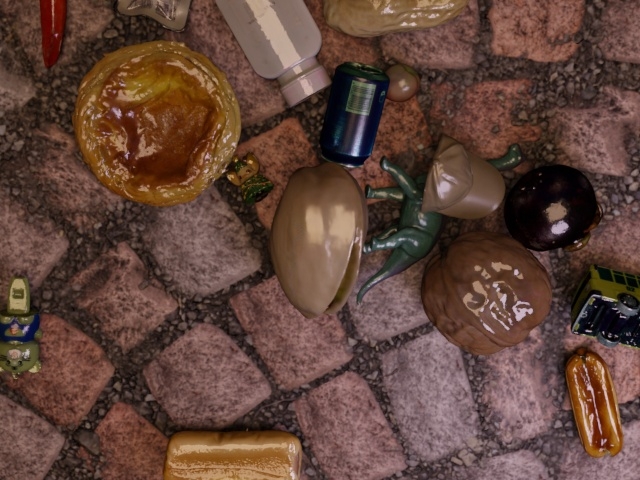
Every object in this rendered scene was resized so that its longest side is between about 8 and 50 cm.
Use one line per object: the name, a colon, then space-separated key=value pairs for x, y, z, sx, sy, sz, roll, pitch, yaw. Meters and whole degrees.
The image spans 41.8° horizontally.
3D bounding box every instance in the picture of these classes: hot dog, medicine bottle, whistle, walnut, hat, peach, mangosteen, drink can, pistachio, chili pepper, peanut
hot dog: x=0.610 y=0.362 z=1.868 sx=0.100 sy=0.068 sz=0.250 roll=-12 pitch=96 yaw=11
medicine bottle: x=-0.090 y=-0.429 z=1.731 sx=0.161 sy=0.111 sz=0.296 roll=-31 pitch=95 yaw=4
whistle: x=-0.657 y=0.191 z=1.822 sx=0.105 sy=0.085 sz=0.227 roll=4 pitch=98 yaw=-10
walnut: x=0.345 y=0.111 z=1.751 sx=0.273 sy=0.227 sz=0.273 roll=-1 pitch=100 yaw=-6
hat: x=0.301 y=-0.123 z=1.704 sx=0.173 sy=0.144 sz=0.166 roll=13 pitch=87 yaw=3
peach: x=0.167 y=-0.330 z=1.762 sx=0.083 sy=0.083 sz=0.083 roll=0 pitch=98 yaw=-1
mangosteen: x=0.496 y=-0.053 z=1.763 sx=0.194 sy=0.194 sz=0.230 roll=-46 pitch=122 yaw=5
drink can: x=0.067 y=-0.260 z=1.736 sx=0.118 sy=0.118 sz=0.205 roll=14 pitch=111 yaw=-2
pistachio: x=0.000 y=0.000 z=1.743 sx=0.226 sy=0.207 sz=0.332 roll=21 pitch=107 yaw=42
chili pepper: x=-0.561 y=-0.495 z=1.740 sx=0.063 sy=0.071 sz=0.272 roll=-12 pitch=107 yaw=-38
peanut: x=0.160 y=-0.496 z=1.707 sx=0.313 sy=0.152 sz=0.152 roll=-4 pitch=98 yaw=-2

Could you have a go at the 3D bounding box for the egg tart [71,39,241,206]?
egg tart: x=-0.331 y=-0.244 z=1.734 sx=0.352 sy=0.150 sz=0.352 roll=1 pitch=103 yaw=2

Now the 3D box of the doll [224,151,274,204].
doll: x=-0.149 y=-0.132 z=1.805 sx=0.078 sy=0.076 sz=0.113 roll=-37 pitch=64 yaw=12

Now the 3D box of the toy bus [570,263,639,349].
toy bus: x=0.672 y=0.151 z=1.796 sx=0.262 sy=0.150 sz=0.128 roll=14 pitch=127 yaw=-2

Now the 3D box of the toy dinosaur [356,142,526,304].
toy dinosaur: x=0.261 y=-0.034 z=1.804 sx=0.330 sy=0.129 sz=0.384 roll=6 pitch=99 yaw=-10

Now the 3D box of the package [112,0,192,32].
package: x=-0.335 y=-0.559 z=1.748 sx=0.166 sy=0.040 sz=0.232 roll=11 pitch=90 yaw=-5

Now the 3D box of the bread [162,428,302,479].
bread: x=-0.194 y=0.487 z=1.864 sx=0.305 sy=0.091 sz=0.142 roll=2 pitch=91 yaw=-1
